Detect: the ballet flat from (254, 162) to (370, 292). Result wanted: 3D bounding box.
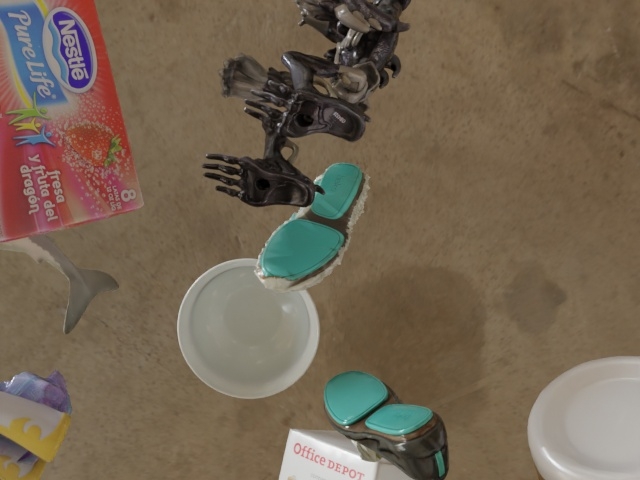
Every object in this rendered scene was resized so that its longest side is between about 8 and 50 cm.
[{"bbox_3d":[0.000,0.000,1.651,0.147,0.147,0.409,28,43,7],"label":"ballet flat"}]

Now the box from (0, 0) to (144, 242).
[{"bbox_3d":[-0.281,-0.152,0.754,0.142,0.154,0.300,-16,96,-32],"label":"box"}]

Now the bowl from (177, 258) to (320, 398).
[{"bbox_3d":[-0.149,0.173,1.798,0.297,0.134,0.298,0,100,-1],"label":"bowl"}]

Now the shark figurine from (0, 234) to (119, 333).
[{"bbox_3d":[-0.364,-0.011,0.939,0.278,0.116,0.166,10,120,-6],"label":"shark figurine"}]

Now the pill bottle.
[{"bbox_3d":[0.240,0.212,0.632,0.131,0.131,0.229,-24,119,-5],"label":"pill bottle"}]

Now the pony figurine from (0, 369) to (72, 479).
[{"bbox_3d":[-0.413,0.142,0.728,0.363,0.303,0.351,25,85,-12],"label":"pony figurine"}]

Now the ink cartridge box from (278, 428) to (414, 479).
[{"bbox_3d":[0.035,0.593,1.678,0.160,0.279,0.385,18,83,-40],"label":"ink cartridge box"}]

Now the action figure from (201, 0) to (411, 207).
[{"bbox_3d":[-0.006,-0.151,0.704,0.140,0.164,0.276,29,39,-4],"label":"action figure"}]

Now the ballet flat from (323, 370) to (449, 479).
[{"bbox_3d":[0.079,0.245,1.079,0.095,0.280,0.096,-27,102,-14],"label":"ballet flat"}]
